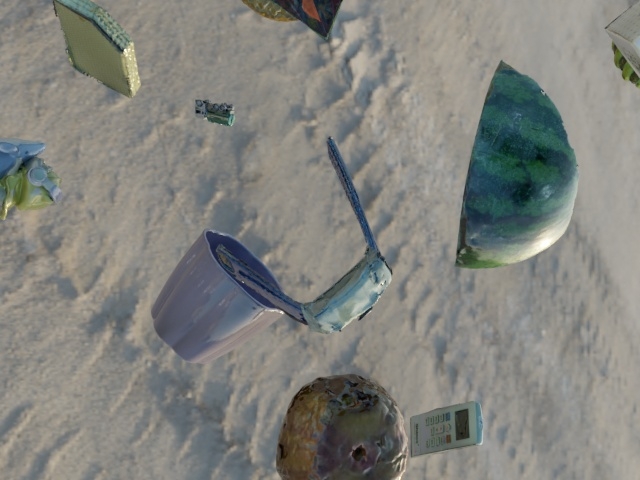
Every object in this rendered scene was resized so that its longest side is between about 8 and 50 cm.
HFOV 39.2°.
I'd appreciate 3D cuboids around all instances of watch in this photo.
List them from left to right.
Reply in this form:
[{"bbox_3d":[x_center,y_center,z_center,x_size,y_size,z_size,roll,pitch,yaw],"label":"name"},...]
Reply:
[{"bbox_3d":[0.012,-0.006,1.383,0.276,0.275,0.068,-47,137,-10],"label":"watch"}]

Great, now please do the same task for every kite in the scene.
[{"bbox_3d":[-0.011,-0.307,1.120,0.222,0.008,0.125,-19,91,-29],"label":"kite"}]

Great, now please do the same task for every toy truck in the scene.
[{"bbox_3d":[-0.209,-0.253,1.775,0.039,0.083,0.044,-21,124,-66],"label":"toy truck"}]

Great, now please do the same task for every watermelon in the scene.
[{"bbox_3d":[0.394,-0.129,1.737,0.292,0.222,0.319,96,11,-49],"label":"watermelon"}]

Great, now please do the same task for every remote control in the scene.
[{"bbox_3d":[0.181,0.275,1.307,0.029,0.166,0.065,14,65,-27],"label":"remote control"}]

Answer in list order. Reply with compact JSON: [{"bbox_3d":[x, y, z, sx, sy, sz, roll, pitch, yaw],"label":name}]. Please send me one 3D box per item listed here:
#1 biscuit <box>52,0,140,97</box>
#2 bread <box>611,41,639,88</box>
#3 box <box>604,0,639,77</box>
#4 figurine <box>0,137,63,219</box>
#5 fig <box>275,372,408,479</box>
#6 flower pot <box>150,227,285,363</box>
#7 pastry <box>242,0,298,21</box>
[{"bbox_3d":[-0.431,-0.382,1.755,0.052,0.150,0.252,-61,175,-19],"label":"biscuit"},{"bbox_3d":[0.495,-0.276,1.325,0.071,0.139,0.129,124,-18,-69],"label":"bread"},{"bbox_3d":[0.525,-0.193,1.067,0.330,0.210,0.095,44,14,-21],"label":"box"},{"bbox_3d":[-0.585,-0.106,1.692,0.184,0.128,0.208,38,70,-19],"label":"figurine"},{"bbox_3d":[0.005,0.421,1.892,0.286,0.369,0.286,4,81,-27],"label":"fig"},{"bbox_3d":[-0.246,0.142,2.068,0.265,0.243,0.265,42,16,-15],"label":"flower pot"},{"bbox_3d":[-0.058,-0.462,1.515,0.103,0.189,0.188,-94,161,-57],"label":"pastry"}]
